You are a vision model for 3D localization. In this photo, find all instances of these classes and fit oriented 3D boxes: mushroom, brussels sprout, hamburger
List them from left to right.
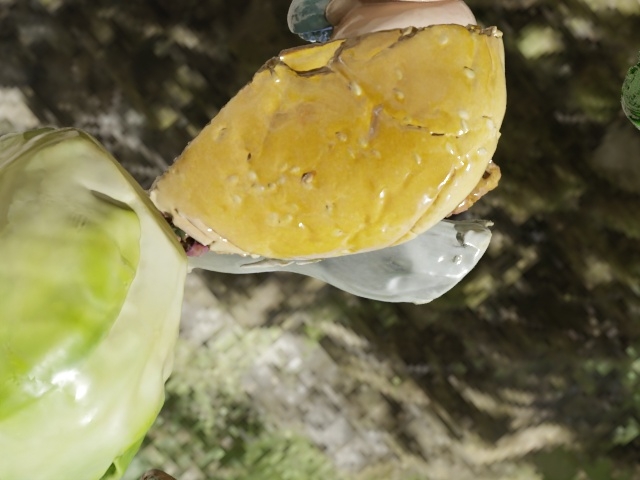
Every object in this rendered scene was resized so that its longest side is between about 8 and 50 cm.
[{"bbox_3d":[-0.218,0.066,1.131,0.294,0.227,0.259,-47,-147,8],"label":"brussels sprout"},{"bbox_3d":[-0.001,-0.002,1.652,0.097,0.351,0.109,-68,161,-56],"label":"mushroom"},{"bbox_3d":[0.013,-0.073,1.256,0.282,0.245,0.155,-58,174,-3],"label":"hamburger"}]

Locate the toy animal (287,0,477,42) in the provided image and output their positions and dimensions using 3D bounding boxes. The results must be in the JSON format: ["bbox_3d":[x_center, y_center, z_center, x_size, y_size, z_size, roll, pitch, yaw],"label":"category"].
[{"bbox_3d":[0.101,-0.284,1.908,0.221,0.229,0.210,-55,173,20],"label":"toy animal"}]

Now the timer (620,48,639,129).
[{"bbox_3d":[0.340,-0.155,1.437,0.128,0.047,0.140,19,-105,45],"label":"timer"}]

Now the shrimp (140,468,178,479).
[{"bbox_3d":[-0.086,0.260,1.274,0.052,0.187,0.132,-42,172,3],"label":"shrimp"}]
